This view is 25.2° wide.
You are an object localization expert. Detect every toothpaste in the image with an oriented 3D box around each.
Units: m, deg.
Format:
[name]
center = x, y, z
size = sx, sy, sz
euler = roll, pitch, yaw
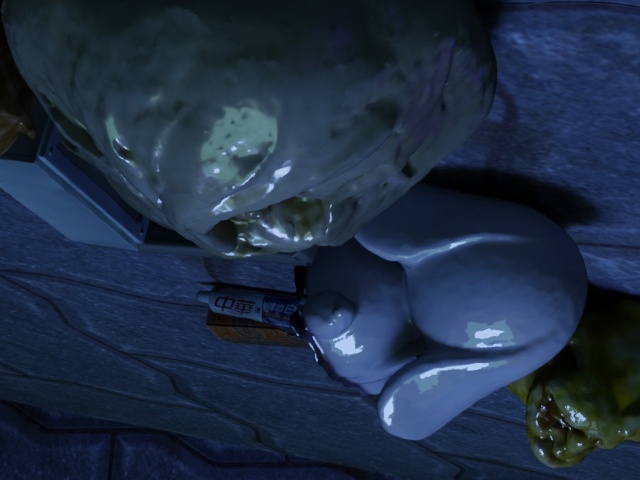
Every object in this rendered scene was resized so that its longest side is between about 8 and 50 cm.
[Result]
[toothpaste]
center = -0.068, 0.094, 1.970
size = 0.233, 0.060, 0.038
euler = 9, -165, 23

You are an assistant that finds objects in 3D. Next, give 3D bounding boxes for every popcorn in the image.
[popcorn]
center = 0.307, 0.167, 1.625
size = 0.226, 0.203, 0.200
euler = 20, 159, 12

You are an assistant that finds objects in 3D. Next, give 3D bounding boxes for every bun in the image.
[bun]
center = -0.053, -0.098, 0.996
size = 0.361, 0.213, 0.361
euler = 11, 164, 3

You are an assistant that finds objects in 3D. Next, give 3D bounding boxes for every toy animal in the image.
[toy animal]
center = 0.103, 0.043, 1.388
size = 0.289, 0.249, 0.174
euler = -35, 178, 23

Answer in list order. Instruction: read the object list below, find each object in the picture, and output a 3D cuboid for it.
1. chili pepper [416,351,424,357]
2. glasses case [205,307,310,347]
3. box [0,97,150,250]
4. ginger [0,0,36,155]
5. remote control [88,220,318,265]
[chili pepper]
center = 0.178, 0.135, 1.894
size = 0.073, 0.050, 0.182
euler = 27, 158, -20
[glasses case]
center = -0.063, 0.123, 2.059
size = 0.218, 0.049, 0.075
euler = 0, 159, 40
[box]
center = -0.226, -0.091, 1.317
size = 0.086, 0.129, 0.225
euler = 8, 163, 19
[ginger]
center = -0.375, -0.186, 1.017
size = 0.357, 0.152, 0.274
euler = 25, 166, 23
[remote control]
center = -0.119, -0.043, 1.409
size = 0.285, 0.123, 0.038
euler = 6, 164, 32
